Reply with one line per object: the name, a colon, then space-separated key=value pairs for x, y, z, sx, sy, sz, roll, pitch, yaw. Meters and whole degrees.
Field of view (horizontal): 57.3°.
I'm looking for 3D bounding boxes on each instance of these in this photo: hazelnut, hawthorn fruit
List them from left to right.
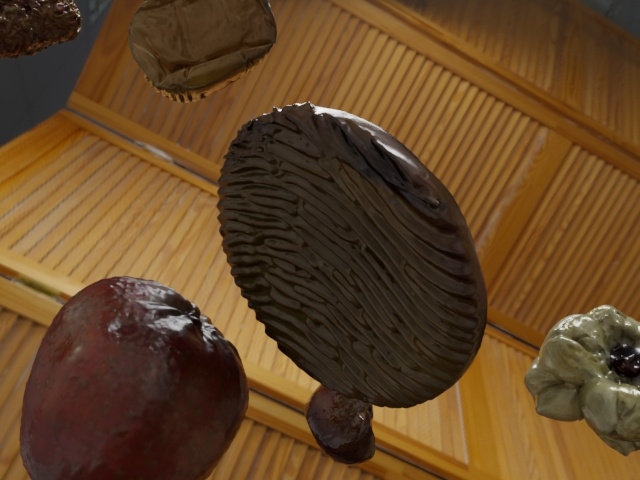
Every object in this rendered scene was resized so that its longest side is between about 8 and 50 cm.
hawthorn fruit: x=-0.231 y=0.198 z=0.656 sx=0.300 sy=0.254 sz=0.254 roll=-47 pitch=5 yaw=-11
hazelnut: x=0.055 y=0.408 z=1.328 sx=0.160 sy=0.202 sz=0.170 roll=-35 pitch=-27 yaw=-10

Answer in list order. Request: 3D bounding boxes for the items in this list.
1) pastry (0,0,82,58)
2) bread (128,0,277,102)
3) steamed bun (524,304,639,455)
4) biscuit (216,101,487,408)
pastry: x=-0.352 y=-0.249 z=0.672 sx=0.169 sy=0.063 sz=0.087 roll=-37 pitch=-48 yaw=-36
bread: x=-0.236 y=-0.405 z=1.181 sx=0.288 sy=0.204 sz=0.156 roll=-33 pitch=15 yaw=-5
steamed bun: x=0.350 y=0.160 z=0.716 sx=0.177 sy=0.192 sz=0.106 roll=-131 pitch=26 yaw=-51
biscuit: x=0.009 y=0.026 z=0.566 sx=0.040 sy=0.318 sz=0.318 roll=-33 pitch=-14 yaw=-39
